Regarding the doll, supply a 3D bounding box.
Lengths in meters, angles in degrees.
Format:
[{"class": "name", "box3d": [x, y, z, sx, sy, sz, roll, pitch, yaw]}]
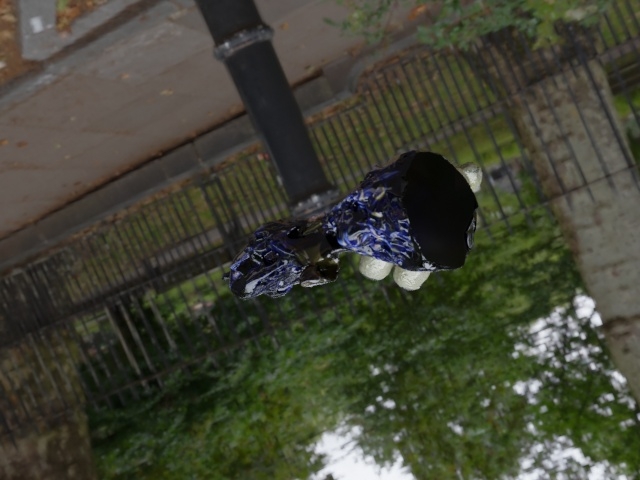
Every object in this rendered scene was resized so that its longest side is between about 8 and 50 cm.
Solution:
[{"class": "doll", "box3d": [0.149, -0.040, 1.343, 0.175, 0.149, 0.278, -4, 131, -29]}]

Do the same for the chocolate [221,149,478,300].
[{"class": "chocolate", "box3d": [-0.002, 0.003, 0.882, 0.343, 0.126, 0.148, -16, -149, 38]}]
